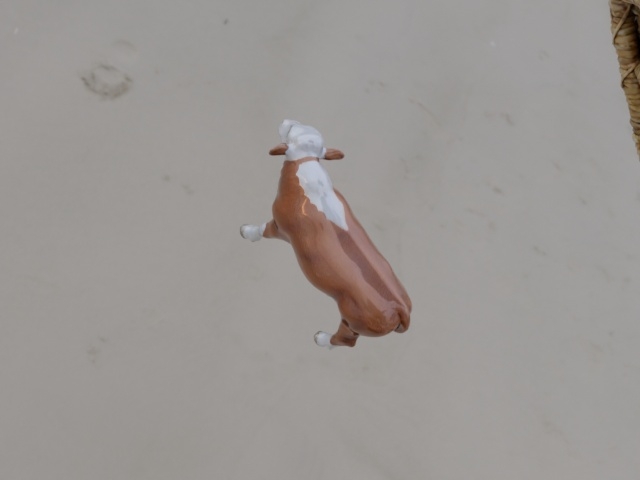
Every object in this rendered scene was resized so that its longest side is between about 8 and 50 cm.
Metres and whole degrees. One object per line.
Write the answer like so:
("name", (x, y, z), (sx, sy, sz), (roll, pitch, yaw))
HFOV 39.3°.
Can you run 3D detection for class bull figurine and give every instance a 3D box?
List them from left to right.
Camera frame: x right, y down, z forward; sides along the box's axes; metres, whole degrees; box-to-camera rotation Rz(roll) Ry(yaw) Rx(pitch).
("bull figurine", (0.000, 0.000, 1.161), (0.101, 0.188, 0.310), (-29, 87, -33))

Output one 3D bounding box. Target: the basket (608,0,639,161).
("basket", (0.300, -0.044, 0.627), (0.223, 0.213, 0.299), (13, 26, -4))
